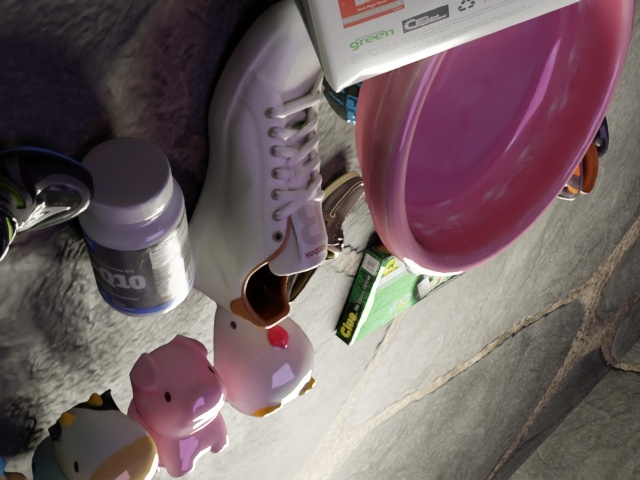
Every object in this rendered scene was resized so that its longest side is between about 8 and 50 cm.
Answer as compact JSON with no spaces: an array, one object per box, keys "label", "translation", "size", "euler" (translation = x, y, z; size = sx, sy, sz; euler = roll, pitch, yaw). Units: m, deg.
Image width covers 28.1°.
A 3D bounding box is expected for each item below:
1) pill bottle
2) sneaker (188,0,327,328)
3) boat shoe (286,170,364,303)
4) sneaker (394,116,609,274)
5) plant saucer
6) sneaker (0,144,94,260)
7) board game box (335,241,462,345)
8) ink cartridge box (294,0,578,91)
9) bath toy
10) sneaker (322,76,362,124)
[{"label":"pill bottle","translation":[-0.137,-0.009,0.945],"size":[0.078,0.078,0.137],"euler":[-42,154,-25]},{"label":"sneaker","translation":[-0.026,-0.053,1.038],"size":[0.106,0.123,0.290],"euler":[-27,145,-43]},{"label":"boat shoe","translation":[0.000,0.000,1.251],"size":[0.152,0.049,0.056],"euler":[-50,156,-7]},{"label":"sneaker","translation":[0.186,-0.062,1.321],"size":[0.124,0.180,0.321],"euler":[-53,163,-44]},{"label":"plant saucer","translation":[0.143,-0.132,1.093],"size":[0.332,0.084,0.332],"euler":[-33,141,-32]},{"label":"sneaker","translation":[-0.212,-0.011,0.799],"size":[0.188,0.078,0.067],"euler":[-17,138,-55]},{"label":"board game box","translation":[0.123,0.024,1.547],"size":[0.259,0.030,0.136],"euler":[-27,148,-46]},{"label":"ink cartridge box","translation":[0.114,-0.268,0.821],"size":[0.309,0.130,0.272],"euler":[-20,152,-2]},{"label":"bath toy","translation":[-0.144,0.146,1.109],"size":[0.348,0.129,0.151],"euler":[-31,-167,-37]},{"label":"sneaker","translation":[0.065,-0.186,1.093],"size":[0.083,0.071,0.191],"euler":[-29,148,-55]}]
